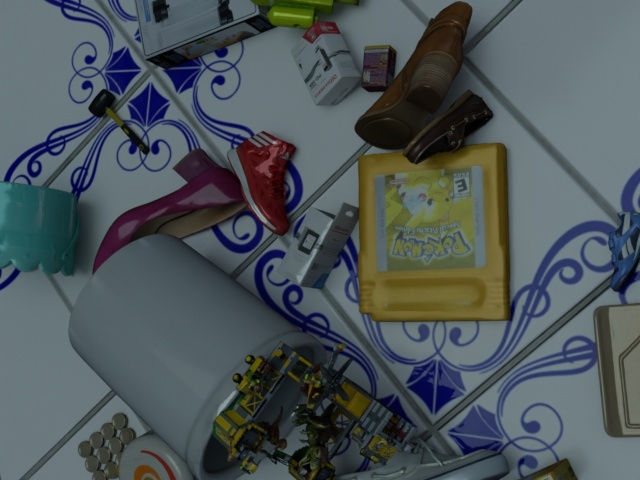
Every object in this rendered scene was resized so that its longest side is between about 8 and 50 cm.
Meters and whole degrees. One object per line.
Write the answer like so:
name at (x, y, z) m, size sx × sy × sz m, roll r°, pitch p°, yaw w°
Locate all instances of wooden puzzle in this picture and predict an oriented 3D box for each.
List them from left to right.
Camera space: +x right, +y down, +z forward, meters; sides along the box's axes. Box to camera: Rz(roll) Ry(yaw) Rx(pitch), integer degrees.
wooden puzzle at (0.583, 0.210, 1.400) m, size 0.239 × 0.044 × 0.221 m, roll -6°, pitch 82°, yaw 19°

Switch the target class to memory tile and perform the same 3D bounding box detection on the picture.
memory tile at (-0.456, 0.456, 1.845) m, size 0.148 × 0.012 × 0.113 m, roll -39°, pitch 71°, yaw 15°

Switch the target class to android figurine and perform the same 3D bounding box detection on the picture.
android figurine at (-0.049, -0.545, 1.700) m, size 0.273 × 0.056 × 0.248 m, roll 6°, pitch 79°, yaw 2°

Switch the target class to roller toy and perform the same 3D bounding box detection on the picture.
roller toy at (-0.296, 0.459, 1.677) m, size 0.209 × 0.146 × 0.191 m, roll 37°, pitch 117°, yaw 21°

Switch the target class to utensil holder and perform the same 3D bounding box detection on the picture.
utensil holder at (-0.236, 0.210, 1.607) m, size 0.385 × 0.327 × 0.327 m, roll 37°, pitch 99°, yaw 25°

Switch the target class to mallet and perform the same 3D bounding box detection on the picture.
mallet at (-0.443, -0.269, 1.909) m, size 0.190 × 0.039 × 0.062 m, roll 38°, pitch 103°, yaw 19°

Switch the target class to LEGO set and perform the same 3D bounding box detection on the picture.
LEGO set at (0.005, 0.323, 1.404) m, size 0.255 × 0.331 × 0.192 m, roll -49°, pitch 44°, yaw -11°

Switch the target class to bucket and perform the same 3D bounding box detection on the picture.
bucket at (-0.663, -0.025, 1.854) m, size 0.281 × 0.281 × 0.183 m, roll 5°, pitch 85°, yaw 24°

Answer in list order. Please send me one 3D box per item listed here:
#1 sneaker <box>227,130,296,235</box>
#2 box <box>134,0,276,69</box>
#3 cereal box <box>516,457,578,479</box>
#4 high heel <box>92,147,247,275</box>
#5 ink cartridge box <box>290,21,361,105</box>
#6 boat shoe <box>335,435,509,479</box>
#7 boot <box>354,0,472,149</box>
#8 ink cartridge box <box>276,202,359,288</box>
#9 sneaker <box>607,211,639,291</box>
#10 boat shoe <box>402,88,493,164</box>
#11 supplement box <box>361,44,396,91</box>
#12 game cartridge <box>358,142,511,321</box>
sneaker at (-0.094, -0.128, 1.710) m, size 0.128 × 0.087 × 0.221 m, roll -36°, pitch 73°, yaw 18°
box at (-0.248, -0.497, 1.816) m, size 0.290 × 0.087 × 0.169 m, roll -14°, pitch 79°, yaw 22°
cereal box at (0.303, 0.442, 1.423) m, size 0.240 × 0.173 × 0.047 m, roll -30°, pitch 73°, yaw 17°
high heel at (-0.319, -0.010, 1.766) m, size 0.377 × 0.127 × 0.181 m, roll -50°, pitch 57°, yaw 8°
ink cartridge box at (0.010, -0.349, 1.683) m, size 0.099 × 0.056 × 0.135 m, roll -41°, pitch 67°, yaw 45°
boat shoe at (0.151, 0.404, 1.530) m, size 0.367 × 0.136 × 0.156 m, roll -26°, pitch 64°, yaw 26°
boot at (0.175, -0.306, 1.587) m, size 0.109 × 0.283 × 0.220 m, roll 27°, pitch 63°, yaw -9°
ink cartridge box at (0.000, 0.000, 1.643) m, size 0.060 × 0.104 × 0.180 m, roll 30°, pitch 96°, yaw 25°
sneaker at (0.514, 0.017, 1.443) m, size 0.059 × 0.053 × 0.144 m, roll 19°, pitch 83°, yaw 24°
boat shoe at (0.234, -0.196, 1.532) m, size 0.073 × 0.073 × 0.207 m, roll 46°, pitch 64°, yaw 7°
supplement box at (0.114, -0.336, 1.662) m, size 0.055 × 0.043 × 0.083 m, roll 4°, pitch 85°, yaw 25°
game cartridge at (0.206, -0.010, 1.582) m, size 0.285 × 0.053 × 0.323 m, roll -3°, pitch 82°, yaw 24°
